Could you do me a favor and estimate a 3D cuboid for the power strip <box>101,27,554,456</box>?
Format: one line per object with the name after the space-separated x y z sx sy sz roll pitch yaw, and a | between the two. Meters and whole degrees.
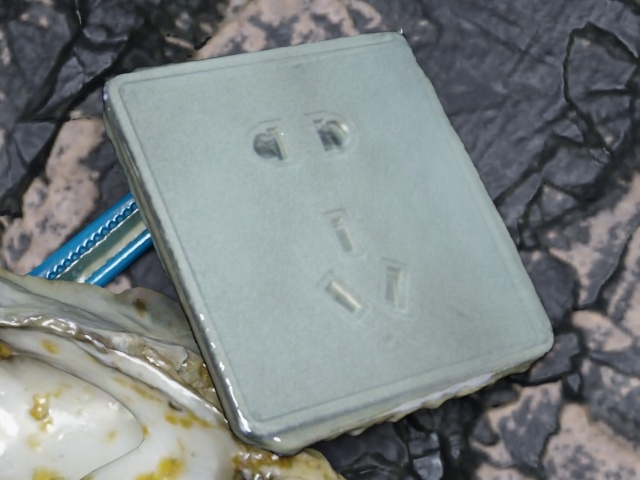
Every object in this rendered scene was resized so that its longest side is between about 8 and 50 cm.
0.000 0.000 0.753 0.198 0.064 0.213 -12 71 -33 | power strip

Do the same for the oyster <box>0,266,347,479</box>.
-0.143 0.079 0.729 0.341 0.110 0.166 8 96 -1 | oyster

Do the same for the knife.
-0.132 0.011 0.800 0.296 0.026 0.044 -41 64 -3 | knife
